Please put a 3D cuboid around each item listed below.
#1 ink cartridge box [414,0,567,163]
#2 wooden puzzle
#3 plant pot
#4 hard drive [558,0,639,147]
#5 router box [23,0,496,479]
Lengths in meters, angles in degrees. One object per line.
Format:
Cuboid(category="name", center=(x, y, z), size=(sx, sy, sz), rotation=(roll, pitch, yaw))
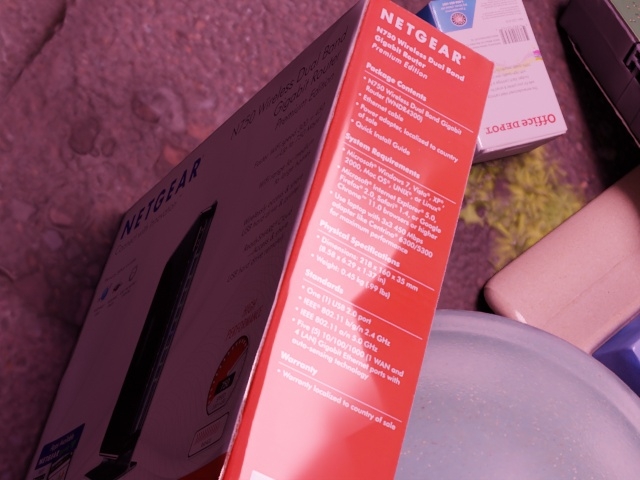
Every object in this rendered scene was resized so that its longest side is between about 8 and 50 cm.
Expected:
Cuboid(category="ink cartridge box", center=(0.126, -0.124, 1.154), size=(0.088, 0.052, 0.122), rotation=(-14, 80, -30))
Cuboid(category="wooden puzzle", center=(0.332, 0.100, 1.178), size=(0.322, 0.080, 0.348), rotation=(-34, 92, -31))
Cuboid(category="plant pot", center=(0.058, 0.204, 0.840), size=(0.293, 0.293, 0.196), rotation=(58, 21, -1))
Cuboid(category="hard drive", center=(0.389, -0.120, 1.235), size=(0.339, 0.064, 0.237), rotation=(-3, 50, -30))
Cuboid(category="router box", center=(-0.058, 0.069, 0.823), size=(0.082, 0.335, 0.301), rotation=(27, 59, -19))
